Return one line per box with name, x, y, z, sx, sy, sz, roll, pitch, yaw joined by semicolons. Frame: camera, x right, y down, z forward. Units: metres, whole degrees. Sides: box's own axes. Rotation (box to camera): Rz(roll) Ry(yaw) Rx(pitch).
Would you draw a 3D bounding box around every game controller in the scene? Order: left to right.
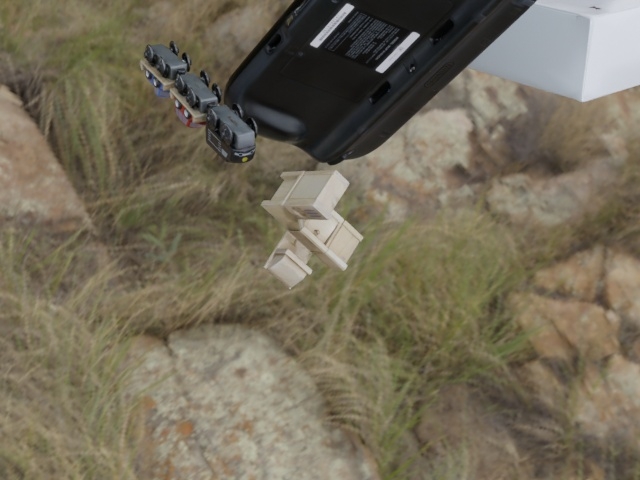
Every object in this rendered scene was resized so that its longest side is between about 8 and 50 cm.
game controller;0.052;-0.176;0.911;0.166;0.319;0.067;23;47;-26

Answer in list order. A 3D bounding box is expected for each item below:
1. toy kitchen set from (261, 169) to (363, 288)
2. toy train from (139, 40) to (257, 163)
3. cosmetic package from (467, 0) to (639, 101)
toy kitchen set;0.000;0.000;0.798;0.083;0.075;0.068;42;69;-27
toy train;-0.086;-0.096;0.735;0.027;0.036;0.158;-16;39;-26
cosmetic package;0.307;-0.268;1.232;0.377;0.284;0.097;-19;119;-36
